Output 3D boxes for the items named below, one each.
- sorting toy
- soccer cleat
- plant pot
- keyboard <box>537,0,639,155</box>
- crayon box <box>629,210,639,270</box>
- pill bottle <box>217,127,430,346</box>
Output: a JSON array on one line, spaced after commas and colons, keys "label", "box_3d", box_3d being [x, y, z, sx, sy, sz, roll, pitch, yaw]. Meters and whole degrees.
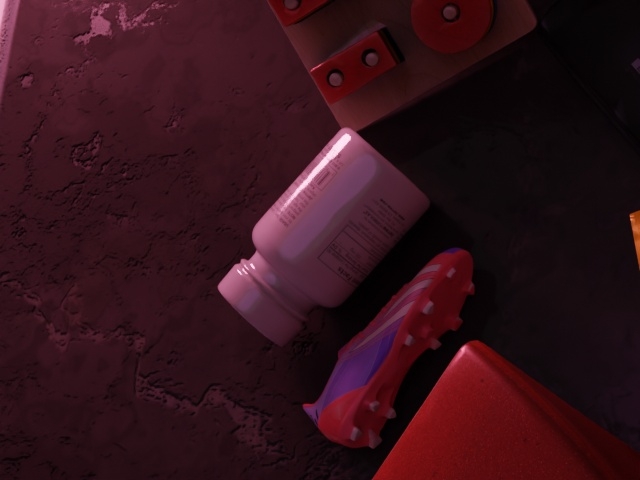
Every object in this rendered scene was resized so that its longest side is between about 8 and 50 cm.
[{"label": "sorting toy", "box_3d": [0.067, -0.284, 1.740, 0.255, 0.089, 0.257, -29, 95, 17]}, {"label": "soccer cleat", "box_3d": [0.073, 0.106, 1.672, 0.095, 0.083, 0.248, 31, 89, 38]}, {"label": "plant pot", "box_3d": [0.203, 0.289, 1.366, 0.267, 0.267, 0.236, -56, 30, -2]}, {"label": "keyboard", "box_3d": [0.382, -0.194, 1.653, 0.201, 0.033, 0.317, -43, 57, 15]}, {"label": "crayon box", "box_3d": [0.454, 0.061, 1.377, 0.313, 0.106, 0.363, -21, 34, 19]}, {"label": "pill bottle", "box_3d": [0.000, 0.000, 1.719, 0.229, 0.131, 0.131, -48, 56, 3]}]
